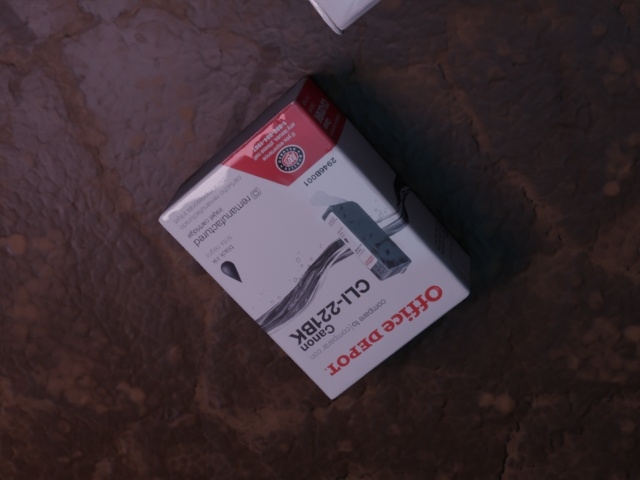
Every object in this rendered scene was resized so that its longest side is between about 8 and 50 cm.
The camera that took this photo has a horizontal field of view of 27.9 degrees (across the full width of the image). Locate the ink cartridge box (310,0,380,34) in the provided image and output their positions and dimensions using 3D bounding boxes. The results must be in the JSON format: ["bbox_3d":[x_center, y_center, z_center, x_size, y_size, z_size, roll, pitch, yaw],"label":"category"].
[{"bbox_3d":[0.130,-0.379,1.100,0.395,0.285,0.166,-37,101,17],"label":"ink cartridge box"}]

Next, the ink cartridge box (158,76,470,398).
[{"bbox_3d":[0.000,0.000,1.348,0.197,0.114,0.273,-40,102,18],"label":"ink cartridge box"}]
